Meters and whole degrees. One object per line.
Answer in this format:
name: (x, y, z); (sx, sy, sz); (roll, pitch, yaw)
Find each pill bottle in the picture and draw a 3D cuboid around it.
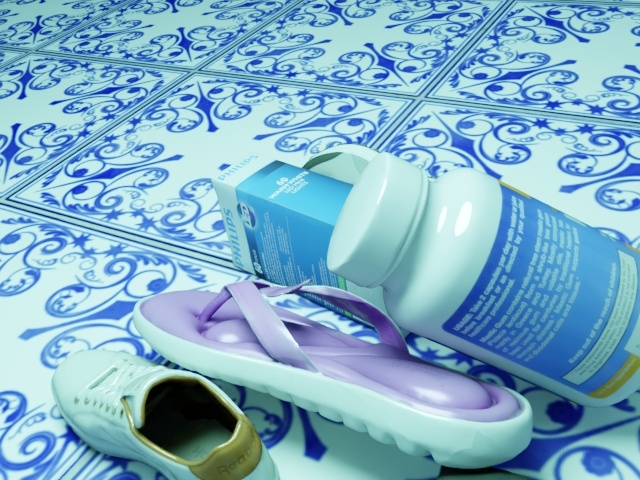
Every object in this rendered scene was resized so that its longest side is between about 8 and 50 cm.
pill bottle: (0.150, 0.029, 0.618); (0.271, 0.152, 0.152); (25, 36, -11)

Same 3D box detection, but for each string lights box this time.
string lights box: (0.000, 0.000, 0.804); (0.259, 0.133, 0.076); (22, 47, 35)

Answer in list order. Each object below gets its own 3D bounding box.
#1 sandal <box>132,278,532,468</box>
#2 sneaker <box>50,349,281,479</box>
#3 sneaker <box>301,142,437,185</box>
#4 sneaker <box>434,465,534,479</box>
sandal: (0.001, 0.086, 0.664); (0.416, 0.102, 0.169); (14, 11, 31)
sneaker: (-0.157, 0.144, 0.655); (0.290, 0.123, 0.106); (17, 46, 34)
sneaker: (0.066, -0.042, 0.881); (0.271, 0.100, 0.108); (25, 54, 38)
sneaker: (0.033, 0.269, 0.472); (0.340, 0.125, 0.139); (-23, 20, -26)
